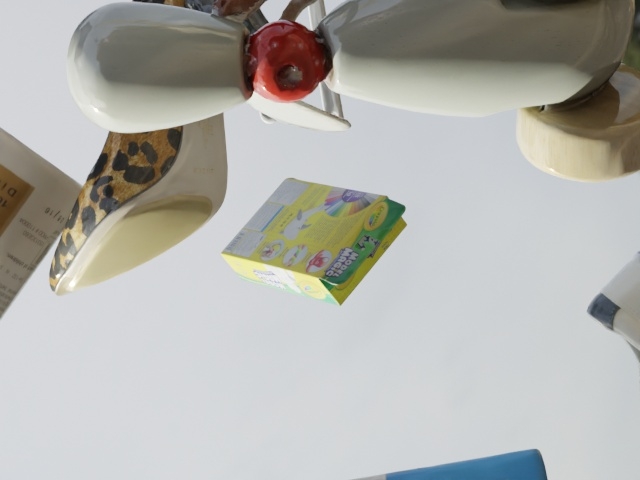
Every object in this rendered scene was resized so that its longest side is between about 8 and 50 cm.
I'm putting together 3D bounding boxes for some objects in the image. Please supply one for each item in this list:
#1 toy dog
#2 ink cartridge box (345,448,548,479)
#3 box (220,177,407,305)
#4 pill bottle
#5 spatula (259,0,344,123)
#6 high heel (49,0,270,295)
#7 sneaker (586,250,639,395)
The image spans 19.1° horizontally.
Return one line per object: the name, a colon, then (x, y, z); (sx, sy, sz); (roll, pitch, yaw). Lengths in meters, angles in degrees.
toy dog: (0.038, -0.136, 1.073); (0.161, 0.334, 0.220); (-94, 21, -57)
ink cartridge box: (-0.052, 0.289, 0.979); (0.285, 0.395, 0.166); (-94, -8, -50)
box: (0.000, 0.000, 1.727); (0.105, 0.179, 0.043); (-49, -59, -19)
pill bottle: (-0.293, 0.019, 1.445); (0.229, 0.131, 0.131); (-55, -18, -4)
spatula: (-0.063, -0.209, 1.636); (0.019, 0.168, 0.242); (-39, -58, -69)
high heel: (-0.136, -0.097, 1.388); (0.261, 0.186, 0.093); (-44, -31, 19)
sneaker: (0.268, 0.115, 1.299); (0.091, 0.258, 0.094); (-36, 14, 0)
